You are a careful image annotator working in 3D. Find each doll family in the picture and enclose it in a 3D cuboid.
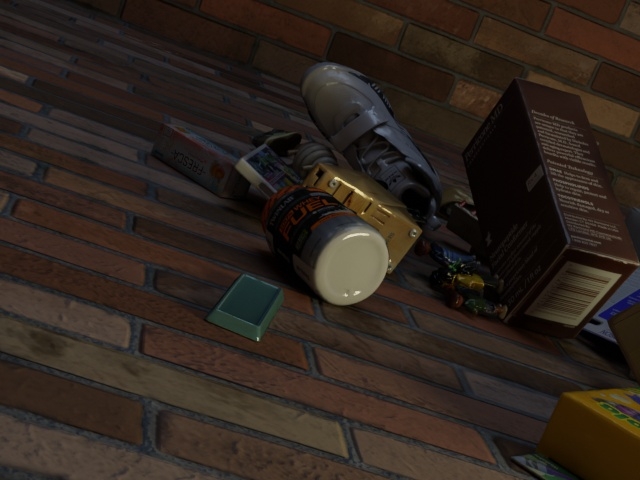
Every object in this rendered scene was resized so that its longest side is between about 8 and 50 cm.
[{"bbox_3d":[0.209,0.055,1.883,0.111,0.076,0.193,12,11,-21],"label":"doll family"}]

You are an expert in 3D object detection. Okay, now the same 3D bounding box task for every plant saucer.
[{"bbox_3d":[-0.084,0.074,1.440,0.067,0.018,0.192,22,14,2],"label":"plant saucer"}]

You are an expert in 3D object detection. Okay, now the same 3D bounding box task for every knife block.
[{"bbox_3d":[0.052,-0.060,1.937,0.275,0.088,0.242,30,13,-27],"label":"knife block"}]

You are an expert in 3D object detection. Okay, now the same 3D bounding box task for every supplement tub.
[{"bbox_3d":[0.000,0.000,1.654,0.117,0.117,0.190,13,15,-34],"label":"supplement tub"}]

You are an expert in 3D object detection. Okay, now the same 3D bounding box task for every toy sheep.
[{"bbox_3d":[-0.011,-0.138,2.277,0.091,0.091,0.132,10,31,-41],"label":"toy sheep"}]

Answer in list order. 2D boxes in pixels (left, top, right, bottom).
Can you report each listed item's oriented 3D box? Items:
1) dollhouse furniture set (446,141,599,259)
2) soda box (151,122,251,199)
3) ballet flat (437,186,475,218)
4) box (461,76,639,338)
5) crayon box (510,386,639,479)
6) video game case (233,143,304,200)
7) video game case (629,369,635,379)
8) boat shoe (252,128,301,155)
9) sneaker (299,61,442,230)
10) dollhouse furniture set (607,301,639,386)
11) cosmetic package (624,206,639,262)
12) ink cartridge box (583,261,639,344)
[{"bbox_3d":[0.370,-0.077,2.292,0.135,0.262,0.259,37,55,19],"label":"dollhouse furniture set"},{"bbox_3d":[-0.191,-0.129,1.996,0.183,0.058,0.063,32,16,36],"label":"soda box"},{"bbox_3d":[0.341,-0.034,2.486,0.232,0.080,0.073,22,41,14],"label":"ballet flat"},{"bbox_3d":[0.353,-0.057,1.940,0.143,0.191,0.381,14,43,-20],"label":"box"},{"bbox_3d":[0.383,0.246,1.356,0.203,0.083,0.323,31,16,36],"label":"crayon box"},{"bbox_3d":[-0.047,-0.073,1.943,0.183,0.023,0.201,44,14,-2],"label":"video game case"},{"bbox_3d":[0.576,0.167,1.859,0.190,0.173,0.022,22,-28,3],"label":"video game case"},{"bbox_3d":[-0.086,-0.201,2.460,0.049,0.056,0.152,31,15,17],"label":"boat shoe"},{"bbox_3d":[0.104,-0.166,2.241,0.366,0.137,0.210,49,10,-17],"label":"sneaker"},{"bbox_3d":[0.634,0.084,1.698,0.394,0.256,0.362,-15,74,-38],"label":"dollhouse furniture set"},{"bbox_3d":[0.642,0.101,2.112,0.155,0.197,0.365,17,15,-22],"label":"cosmetic package"},{"bbox_3d":[0.494,0.110,1.985,0.208,0.045,0.206,-25,23,-21],"label":"ink cartridge box"}]
